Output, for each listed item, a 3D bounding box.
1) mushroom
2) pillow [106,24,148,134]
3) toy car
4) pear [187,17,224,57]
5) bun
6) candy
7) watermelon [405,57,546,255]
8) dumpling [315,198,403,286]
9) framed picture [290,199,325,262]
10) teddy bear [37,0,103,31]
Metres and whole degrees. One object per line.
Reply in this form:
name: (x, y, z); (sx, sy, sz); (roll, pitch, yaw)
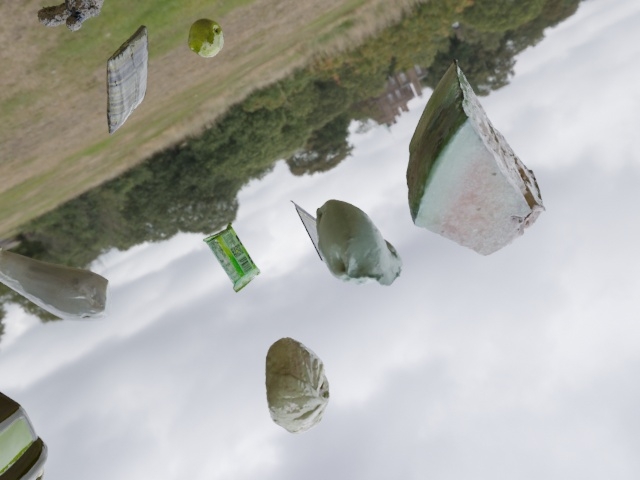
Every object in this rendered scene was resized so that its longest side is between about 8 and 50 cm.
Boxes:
mushroom: (-0.543, 0.090, 1.119); (0.118, 0.270, 0.103); (118, -10, -64)
pillow: (-0.479, -0.399, 1.400); (0.208, 0.052, 0.212); (-77, -174, -46)
toy car: (-0.498, 0.273, 0.769); (0.198, 0.248, 0.204); (-67, 170, 27)
pear: (-0.282, -0.497, 1.385); (0.097, 0.092, 0.092); (-4, -155, 36)
bun: (-0.025, 0.173, 0.678); (0.069, 0.115, 0.115); (-8, -164, 6)
candy: (-0.245, 0.046, 1.573); (0.102, 0.178, 0.032); (-37, -167, -29)
watermelon: (0.229, -0.112, 0.900); (0.151, 0.302, 0.264); (-29, -153, 27)
dumpling: (0.059, 0.013, 0.956); (0.105, 0.149, 0.216); (-38, -139, 7)
framed picture: (0.000, 0.000, 1.490); (0.010, 0.195, 0.199); (-32, 156, 12)
teddy bear: (-0.682, -0.679, 1.579); (0.251, 0.181, 0.129); (14, -160, 33)
